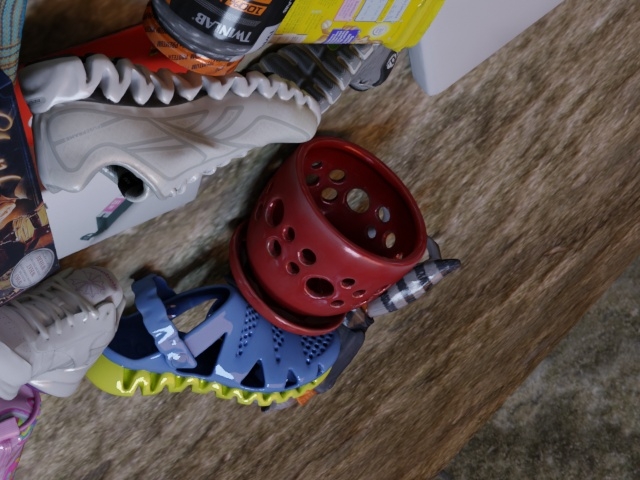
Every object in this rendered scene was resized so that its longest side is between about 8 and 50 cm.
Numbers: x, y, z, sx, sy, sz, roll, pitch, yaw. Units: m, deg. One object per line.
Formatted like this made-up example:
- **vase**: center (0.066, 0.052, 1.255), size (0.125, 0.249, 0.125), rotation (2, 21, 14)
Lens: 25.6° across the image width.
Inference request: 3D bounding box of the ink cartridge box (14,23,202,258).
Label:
- **ink cartridge box**: center (-0.216, -0.080, 1.283), size (0.275, 0.060, 0.239), rotation (-26, 157, -31)

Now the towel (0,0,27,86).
- **towel**: center (-0.337, -0.079, 1.024), size (0.271, 0.040, 0.370), rotation (-22, 144, -38)

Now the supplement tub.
- **supplement tub**: center (-0.064, -0.233, 1.138), size (0.117, 0.117, 0.190), rotation (-14, 147, -48)

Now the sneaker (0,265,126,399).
- **sneaker**: center (-0.284, 0.076, 1.397), size (0.152, 0.114, 0.305), rotation (-48, 170, 3)

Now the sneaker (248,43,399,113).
- **sneaker**: center (0.010, -0.165, 1.449), size (0.228, 0.086, 0.132), rotation (-39, 161, -2)

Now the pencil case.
- **pencil case**: center (-0.389, 0.247, 1.577), size (0.124, 0.124, 0.284), rotation (-23, 153, -36)

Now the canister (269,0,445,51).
- **canister**: center (0.024, -0.234, 1.289), size (0.170, 0.073, 0.126), rotation (-4, 147, -31)

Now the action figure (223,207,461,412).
- **action figure**: center (0.009, 0.091, 1.852), size (0.330, 0.178, 0.341), rotation (-49, 159, 1)

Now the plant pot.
- **plant pot**: center (0.000, 0.000, 1.633), size (0.191, 0.191, 0.174), rotation (-12, 155, -50)

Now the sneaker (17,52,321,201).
- **sneaker**: center (-0.124, -0.091, 1.217), size (0.292, 0.118, 0.110), rotation (-1, 176, -38)

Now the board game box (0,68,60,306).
- **board game box**: center (-0.296, -0.015, 1.087), size (0.165, 0.042, 0.243), rotation (-35, 152, -22)

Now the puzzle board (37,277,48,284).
- **puzzle board**: center (-0.338, 0.067, 1.445), size (0.128, 0.011, 0.096), rotation (-35, 158, -12)

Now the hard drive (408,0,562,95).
- **hard drive**: center (0.185, -0.310, 1.490), size (0.233, 0.047, 0.353), rotation (-37, 158, -6)

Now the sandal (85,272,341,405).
- **sandal**: center (-0.117, 0.111, 1.656), size (0.317, 0.126, 0.138), rotation (1, 127, -26)
